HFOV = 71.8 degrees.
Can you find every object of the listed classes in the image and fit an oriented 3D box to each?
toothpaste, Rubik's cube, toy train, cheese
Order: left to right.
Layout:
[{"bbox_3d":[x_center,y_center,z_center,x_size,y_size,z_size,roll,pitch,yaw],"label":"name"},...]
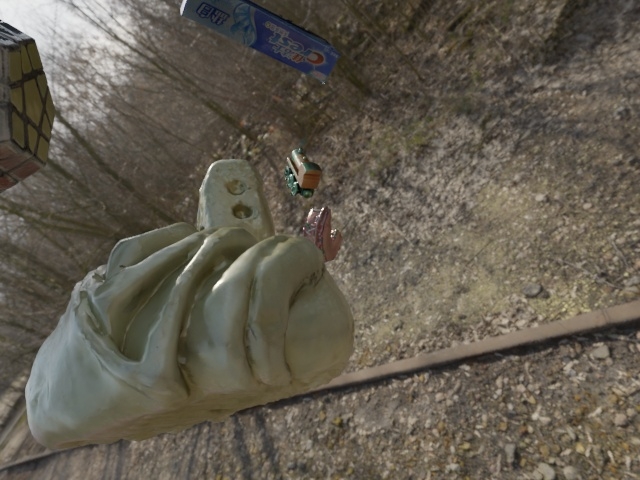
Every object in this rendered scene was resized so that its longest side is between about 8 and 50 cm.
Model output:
[{"bbox_3d":[-0.543,-0.198,0.610,0.319,0.319,0.264,-35,21,39],"label":"Rubik's cube"},{"bbox_3d":[-0.207,-0.059,1.079,0.248,0.174,0.251,44,128,53],"label":"cheese"},{"bbox_3d":[-0.095,-0.357,0.756,0.066,0.272,0.053,-56,37,29],"label":"toothpaste"},{"bbox_3d":[-0.032,-0.119,0.768,0.103,0.044,0.064,-116,35,-48],"label":"toy train"}]

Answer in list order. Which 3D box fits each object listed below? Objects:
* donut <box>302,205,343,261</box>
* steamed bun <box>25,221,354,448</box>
[{"bbox_3d":[0.000,0.000,1.067,0.065,0.166,0.117,10,64,22],"label":"donut"},{"bbox_3d":[-0.150,0.098,0.554,0.352,0.339,0.247,-35,62,30],"label":"steamed bun"}]
